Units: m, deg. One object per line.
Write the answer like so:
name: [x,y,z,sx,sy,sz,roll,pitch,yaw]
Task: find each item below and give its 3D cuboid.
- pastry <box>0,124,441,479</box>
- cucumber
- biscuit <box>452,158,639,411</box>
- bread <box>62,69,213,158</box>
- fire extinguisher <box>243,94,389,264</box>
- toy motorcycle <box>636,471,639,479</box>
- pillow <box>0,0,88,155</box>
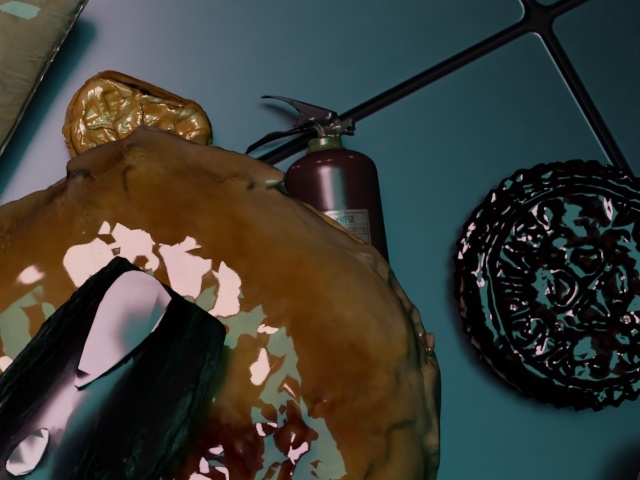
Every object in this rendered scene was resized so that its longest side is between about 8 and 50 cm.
pastry: [-0.122,0.132,1.186,0.409,0.245,0.409,0,82,4]
cucumber: [-0.141,0.103,1.032,0.115,0.086,0.193,33,77,11]
biscuit: [0.192,0.032,1.346,0.194,0.053,0.194,1,82,-7]
bread: [-0.134,-0.076,1.323,0.110,0.044,0.083,21,81,-7]
fire extinguisher: [0.000,0.000,1.322,0.099,0.071,0.231,-11,82,18]
toy motorcycle: [0.375,0.230,1.319,0.307,0.108,0.173,42,73,-3]
pillow: [-0.308,-0.091,1.282,0.185,0.075,0.302,25,81,9]
